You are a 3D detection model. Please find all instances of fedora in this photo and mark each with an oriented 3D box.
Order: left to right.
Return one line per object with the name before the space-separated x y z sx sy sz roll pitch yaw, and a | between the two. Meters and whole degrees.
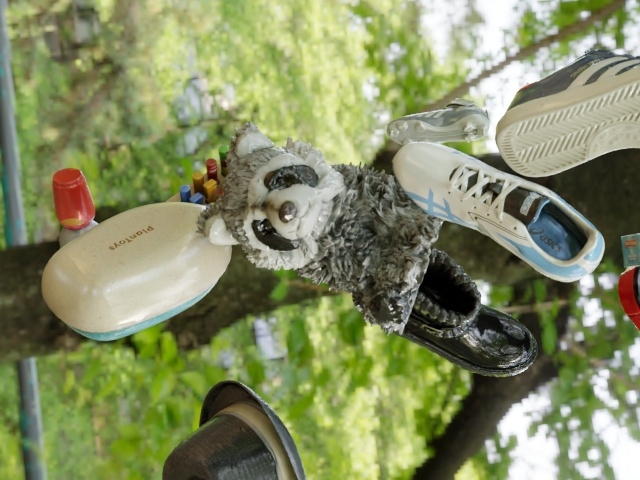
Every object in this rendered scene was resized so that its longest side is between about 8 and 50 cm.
fedora | -0.159 0.387 1.816 0.334 0.152 0.334 30 -51 47

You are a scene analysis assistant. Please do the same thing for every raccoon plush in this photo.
raccoon plush | 0.000 0.000 1.579 0.446 0.299 0.216 94 16 -74

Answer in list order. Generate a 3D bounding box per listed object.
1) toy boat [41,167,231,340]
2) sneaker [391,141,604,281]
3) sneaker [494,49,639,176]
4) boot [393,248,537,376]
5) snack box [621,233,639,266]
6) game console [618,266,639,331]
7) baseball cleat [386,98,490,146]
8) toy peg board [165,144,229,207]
toy boat | -0.273 0.021 1.558 0.318 0.267 0.148 36 -39 42
sneaker | 0.184 -0.041 1.168 0.085 0.237 0.086 -57 171 -24
sneaker | 0.387 -0.184 1.385 0.131 0.350 0.148 63 34 -33
boot | 0.282 0.145 2.172 0.260 0.348 0.131 118 -11 -67
snack box | 0.643 0.001 1.823 0.322 0.187 0.060 164 -80 -77
game console | 0.743 0.108 2.203 0.342 0.386 0.060 50 -38 -9
baseball cleat | 0.237 -0.237 2.295 0.109 0.206 0.072 -84 174 -50
toy peg board | -0.179 -0.091 2.095 0.161 0.161 0.079 35 -32 29
